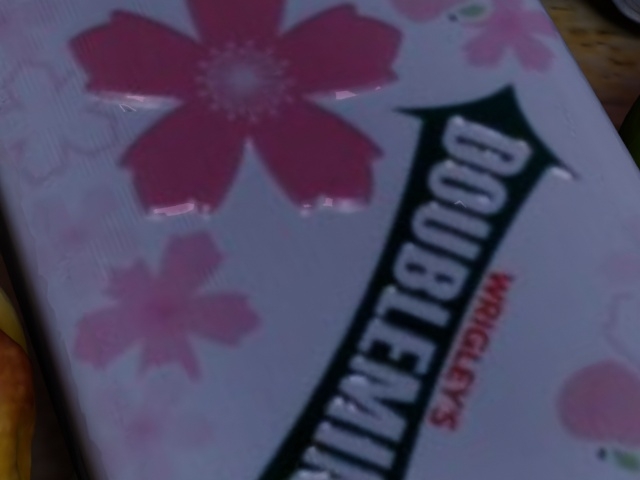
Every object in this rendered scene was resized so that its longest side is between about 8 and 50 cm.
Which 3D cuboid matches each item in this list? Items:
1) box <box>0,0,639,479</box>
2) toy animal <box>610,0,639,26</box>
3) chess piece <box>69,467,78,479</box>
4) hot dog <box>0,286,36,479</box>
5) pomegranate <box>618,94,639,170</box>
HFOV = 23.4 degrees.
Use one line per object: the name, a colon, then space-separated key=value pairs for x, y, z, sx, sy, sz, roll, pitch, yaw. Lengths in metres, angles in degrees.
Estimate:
box: x=0.000 y=0.000 z=0.473 sx=0.190 sy=0.112 sz=0.370 roll=-19 pitch=64 yaw=-14
toy animal: x=0.110 y=-0.172 z=0.650 sx=0.160 sy=0.197 sz=0.273 roll=22 pitch=62 yaw=-8
chess piece: x=-0.028 y=0.105 z=0.546 sx=0.144 sy=0.144 sz=0.251 roll=-6 pitch=65 yaw=-15
hot dog: x=-0.203 y=0.187 z=0.417 sx=0.185 sy=0.223 sz=0.405 roll=14 pitch=66 yaw=-33
pomegranate: x=0.223 y=0.047 z=0.592 sx=0.236 sy=0.236 sz=0.302 roll=-11 pitch=104 yaw=-17
